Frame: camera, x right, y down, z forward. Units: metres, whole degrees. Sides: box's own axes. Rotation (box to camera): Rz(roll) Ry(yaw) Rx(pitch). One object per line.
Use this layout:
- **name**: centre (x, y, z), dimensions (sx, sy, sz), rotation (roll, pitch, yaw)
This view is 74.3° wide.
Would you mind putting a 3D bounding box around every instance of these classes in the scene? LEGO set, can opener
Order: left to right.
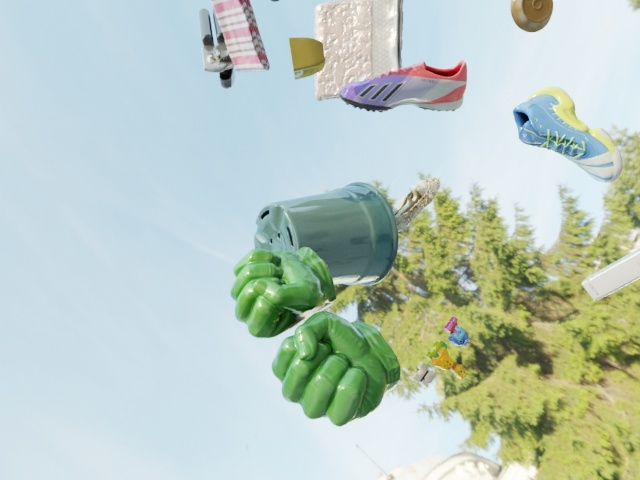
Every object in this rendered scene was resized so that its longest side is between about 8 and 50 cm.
- **can opener**: centre (-0.275, -0.511, 1.123), dimensions (0.075, 0.284, 0.095), rotation (-11, -36, -7)
- **LEGO set**: centre (0.361, 0.325, 1.172), dimensions (0.093, 0.087, 0.227), rotation (45, -112, -3)

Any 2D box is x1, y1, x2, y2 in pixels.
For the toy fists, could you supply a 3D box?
- **toy fists**: centre (-0.020, 0.113, 0.571), dimensions (0.142, 0.279, 0.096), rotation (-16, -36, -34)

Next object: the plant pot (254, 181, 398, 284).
- **plant pot**: centre (0.000, 0.000, 1.290), dimensions (0.334, 0.341, 0.342), rotation (-9, -67, -36)

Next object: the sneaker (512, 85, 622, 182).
- **sneaker**: centre (0.470, -0.196, 0.838), dimensions (0.126, 0.240, 0.091), rotation (-22, -28, -4)

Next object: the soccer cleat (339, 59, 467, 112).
- **soccer cleat**: centre (0.206, -0.394, 1.061), dimensions (0.317, 0.109, 0.117), rotation (2, -46, 2)

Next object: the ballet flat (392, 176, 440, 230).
- **ballet flat**: centre (0.300, -0.130, 1.368), dimensions (0.241, 0.091, 0.077), rotation (-49, -51, -10)

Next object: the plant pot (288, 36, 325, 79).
- **plant pot**: centre (-0.032, -0.459, 1.058), dimensions (0.083, 0.081, 0.081), rotation (-9, -85, 0)

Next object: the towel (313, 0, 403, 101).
- **towel**: centre (0.125, -0.666, 1.457), dimensions (0.053, 0.316, 0.332), rotation (-3, -87, -69)

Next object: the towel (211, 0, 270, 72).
- **towel**: centre (-0.174, -0.439, 0.856), dimensions (0.029, 0.144, 0.197), rotation (-31, -58, -23)

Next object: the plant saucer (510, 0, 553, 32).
- **plant saucer**: centre (0.368, -0.404, 0.726), dimensions (0.083, 0.015, 0.084), rotation (-1, -82, -10)

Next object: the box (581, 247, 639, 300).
- **box**: centre (0.785, 0.057, 1.050), dimensions (0.232, 0.059, 0.322), rotation (-41, -25, 28)
